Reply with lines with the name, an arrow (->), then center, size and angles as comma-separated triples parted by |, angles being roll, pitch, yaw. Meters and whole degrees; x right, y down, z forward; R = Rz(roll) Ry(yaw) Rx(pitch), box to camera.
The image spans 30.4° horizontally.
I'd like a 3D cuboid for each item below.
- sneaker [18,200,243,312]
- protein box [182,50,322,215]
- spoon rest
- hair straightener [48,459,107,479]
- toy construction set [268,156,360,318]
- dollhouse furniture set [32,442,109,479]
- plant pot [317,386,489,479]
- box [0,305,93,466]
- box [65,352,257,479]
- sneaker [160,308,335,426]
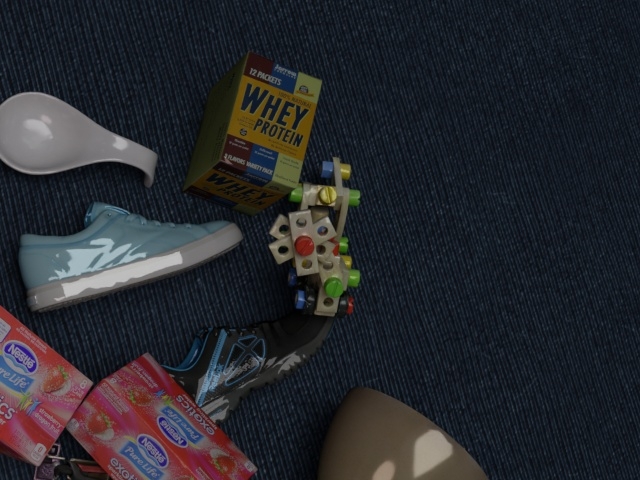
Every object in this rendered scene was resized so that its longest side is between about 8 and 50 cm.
sneaker -> -0.300, -0.003, 1.869 | 0.366, 0.135, 0.150 | -16, 88, -27
protein box -> -0.115, -0.172, 1.952 | 0.136, 0.201, 0.199 | 19, 71, -19
spoon rest -> -0.389, -0.154, 1.892 | 0.276, 0.084, 0.137 | 14, 73, -22
hair straightener -> -0.319, 0.382, 1.777 | 0.230, 0.047, 0.089 | 20, 70, -49
toy construction set -> 0.000, 0.000, 1.926 | 0.151, 0.327, 0.215 | 11, 107, 2
dollhouse furniture set -> -0.368, 0.326, 1.792 | 0.114, 0.081, 0.091 | 13, 74, -21
plant pot -> 0.104, 0.399, 1.883 | 0.284, 0.284, 0.191 | 43, 69, -10
box -> -0.497, 0.174, 1.683 | 0.300, 0.142, 0.154 | 47, 62, -33
box -> -0.239, 0.312, 1.776 | 0.257, 0.122, 0.128 | 46, 27, 7
sneaker -> -0.121, 0.180, 1.912 | 0.341, 0.125, 0.139 | -35, 95, -27
